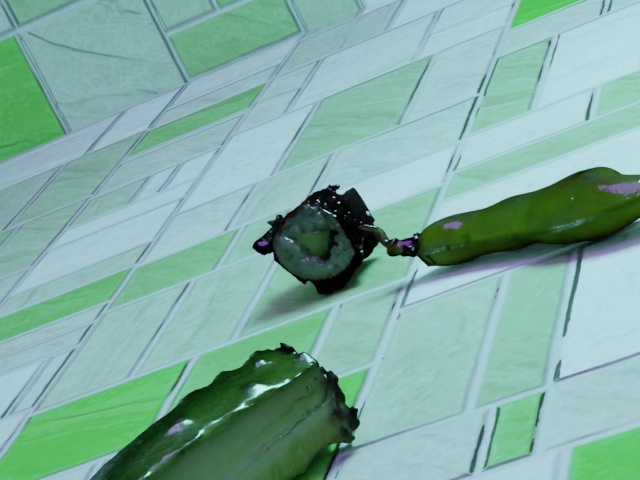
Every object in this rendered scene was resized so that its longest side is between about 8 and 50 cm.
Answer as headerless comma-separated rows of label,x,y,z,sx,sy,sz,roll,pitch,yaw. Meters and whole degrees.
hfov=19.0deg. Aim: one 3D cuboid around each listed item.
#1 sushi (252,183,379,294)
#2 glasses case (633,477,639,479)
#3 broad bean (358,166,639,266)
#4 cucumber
sushi,0.001,0.000,1.916,0.098,0.094,0.084,-37,6,28
glasses case,0.216,0.165,1.125,0.204,0.051,0.081,-22,18,17
broad bean,0.187,-0.017,1.741,0.325,0.067,0.075,-17,-12,38
cucumber,-0.130,0.202,1.476,0.325,0.105,0.145,-39,21,-30
